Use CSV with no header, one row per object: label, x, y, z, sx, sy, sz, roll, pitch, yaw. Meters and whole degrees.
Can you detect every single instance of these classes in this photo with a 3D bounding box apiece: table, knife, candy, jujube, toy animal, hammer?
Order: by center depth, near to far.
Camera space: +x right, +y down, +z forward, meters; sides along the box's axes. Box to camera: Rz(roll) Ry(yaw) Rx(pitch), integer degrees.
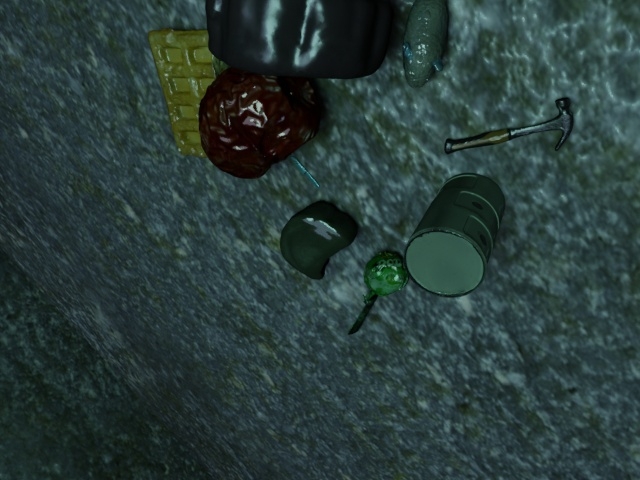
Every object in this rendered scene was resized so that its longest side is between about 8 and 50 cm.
toy animal,0.162,-0.359,0.649,0.070,0.079,0.252,1,124,5
hammer,0.307,-0.172,0.722,0.201,0.021,0.078,-8,115,34
table,0.233,-0.016,0.735,0.127,0.220,0.126,15,126,22
jujube,-0.123,-0.228,0.814,0.232,0.213,0.212,-30,102,40
knife,-0.034,-0.149,0.947,0.091,0.005,0.014,49,129,-6
candy,0.113,0.145,1.014,0.097,0.097,0.323,31,137,10

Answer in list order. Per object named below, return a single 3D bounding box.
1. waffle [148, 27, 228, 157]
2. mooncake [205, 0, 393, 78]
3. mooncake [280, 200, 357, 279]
waffle,-0.267,-0.316,0.943,0.168,0.057,0.273,10,124,26
mooncake,-0.030,-0.336,0.648,0.283,0.283,0.141,20,123,19
mooncake,0.000,0.000,0.961,0.175,0.104,0.168,-12,109,33
